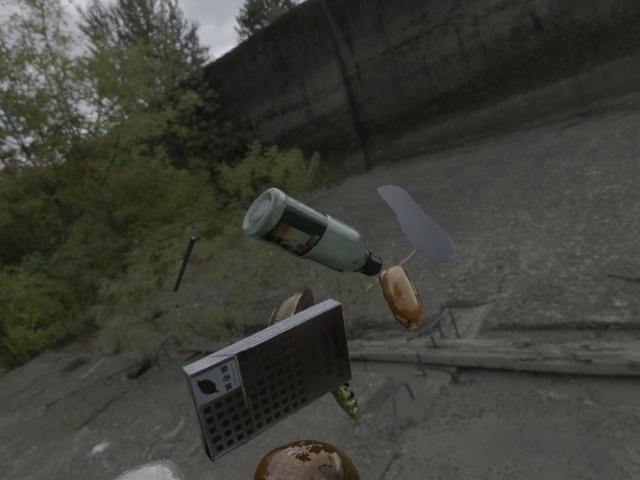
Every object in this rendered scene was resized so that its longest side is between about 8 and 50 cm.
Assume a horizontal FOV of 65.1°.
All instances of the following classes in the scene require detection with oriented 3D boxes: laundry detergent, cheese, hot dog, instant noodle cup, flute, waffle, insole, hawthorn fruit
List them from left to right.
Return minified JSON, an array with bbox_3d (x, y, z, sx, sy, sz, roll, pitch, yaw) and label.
[{"bbox_3d":[-0.305,0.493,0.905,0.189,0.154,0.198,-7,21,-39],"label":"cheese"},{"bbox_3d":[-0.357,0.068,1.308,0.014,0.014,0.269,-32,-16,-39],"label":"flute"},{"bbox_3d":[-0.097,0.264,1.464,0.090,0.274,0.274,10,20,13],"label":"instant noodle cup"},{"bbox_3d":[-0.054,0.656,1.306,0.300,0.268,0.267,-6,19,44],"label":"hawthorn fruit"},{"bbox_3d":[0.000,0.000,0.761,0.099,0.225,0.070,-36,39,42],"label":"laundry detergent"},{"bbox_3d":[0.048,0.402,1.415,0.054,0.208,0.214,-28,54,-13],"label":"waffle"},{"bbox_3d":[0.135,0.092,0.854,0.060,0.090,0.140,-21,45,11],"label":"hot dog"},{"bbox_3d":[0.226,-0.048,1.212,0.109,0.007,0.322,-7,39,-19],"label":"insole"}]

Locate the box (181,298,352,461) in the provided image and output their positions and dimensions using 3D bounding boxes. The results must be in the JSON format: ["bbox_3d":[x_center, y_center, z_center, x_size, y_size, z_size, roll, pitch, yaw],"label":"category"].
[{"bbox_3d":[-0.083,0.250,0.938,0.324,0.180,0.047,-21,23,-33],"label":"box"}]
